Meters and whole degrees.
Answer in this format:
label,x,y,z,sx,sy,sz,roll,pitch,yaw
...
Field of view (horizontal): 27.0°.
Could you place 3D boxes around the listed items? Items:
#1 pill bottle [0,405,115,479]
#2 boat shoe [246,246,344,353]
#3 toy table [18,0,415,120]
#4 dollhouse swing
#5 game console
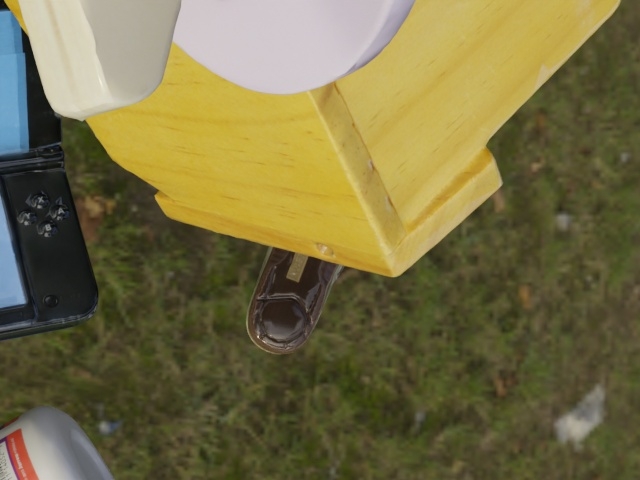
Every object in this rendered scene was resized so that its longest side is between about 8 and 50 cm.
label,x,y,z,sx,sy,sz,roll,pitch,yaw
pill bottle,-0.363,0.316,1.340,0.323,0.181,0.181,-31,125,-1
boat shoe,-0.007,-0.004,1.375,0.257,0.095,0.095,-60,-179,-10
toy table,-0.070,-0.178,0.482,0.161,0.252,0.274,-29,94,-56
dollhouse swing,0.004,-0.208,0.927,0.305,0.315,0.347,-58,143,-24
game console,-0.343,-0.050,1.099,0.293,0.173,0.250,-10,63,-20
